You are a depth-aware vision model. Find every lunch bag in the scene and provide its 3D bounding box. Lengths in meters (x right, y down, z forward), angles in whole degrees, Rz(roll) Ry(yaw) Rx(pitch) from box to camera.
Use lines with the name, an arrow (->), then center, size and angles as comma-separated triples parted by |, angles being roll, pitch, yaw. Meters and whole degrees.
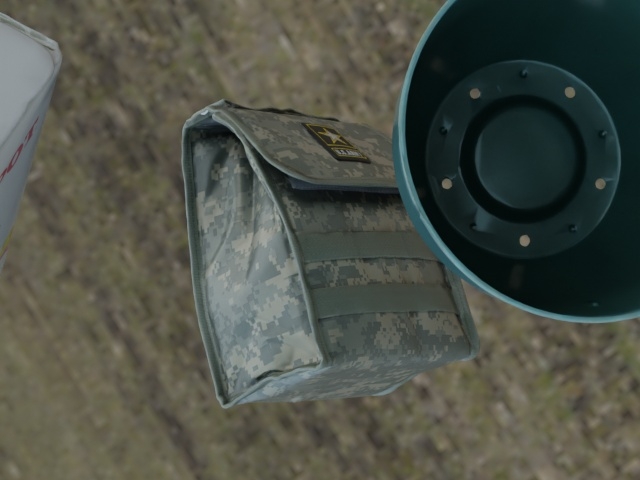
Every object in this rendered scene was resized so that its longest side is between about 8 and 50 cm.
lunch bag -> 0.000, 0.000, 1.834 | 0.169, 0.235, 0.287 | -27, 71, 38

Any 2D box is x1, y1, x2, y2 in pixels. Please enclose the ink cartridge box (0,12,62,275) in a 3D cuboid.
ink cartridge box -> -0.174, 0.026, 0.652 | 0.093, 0.154, 0.212 | 29, 143, -1

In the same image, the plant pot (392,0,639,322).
plant pot -> 0.190, -0.078, 1.568 | 0.293, 0.293, 0.235 | 59, 173, -2
